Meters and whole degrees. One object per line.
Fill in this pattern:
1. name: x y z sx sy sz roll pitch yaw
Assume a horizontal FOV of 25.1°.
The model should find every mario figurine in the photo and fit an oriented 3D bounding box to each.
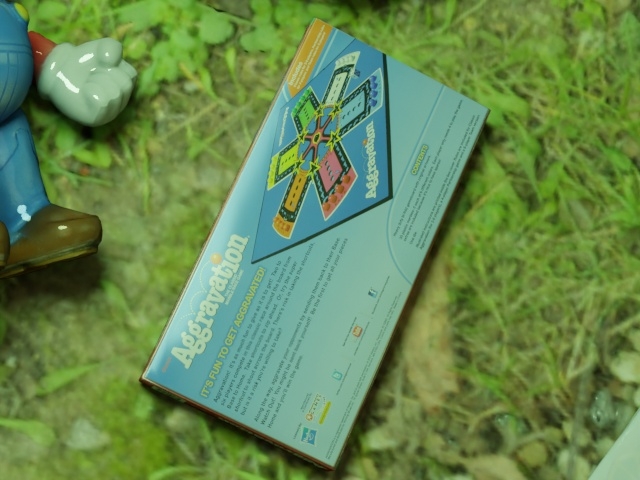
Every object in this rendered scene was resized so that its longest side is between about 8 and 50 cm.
1. mario figurine: -0.214 -0.140 0.883 0.170 0.198 0.321 -15 88 -3

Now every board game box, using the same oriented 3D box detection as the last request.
1. board game box: 0.000 0.000 0.988 0.145 0.027 0.281 27 75 -9

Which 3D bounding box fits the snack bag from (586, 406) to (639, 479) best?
1. snack bag: 0.261 0.319 0.987 0.323 0.037 0.342 43 73 -2
